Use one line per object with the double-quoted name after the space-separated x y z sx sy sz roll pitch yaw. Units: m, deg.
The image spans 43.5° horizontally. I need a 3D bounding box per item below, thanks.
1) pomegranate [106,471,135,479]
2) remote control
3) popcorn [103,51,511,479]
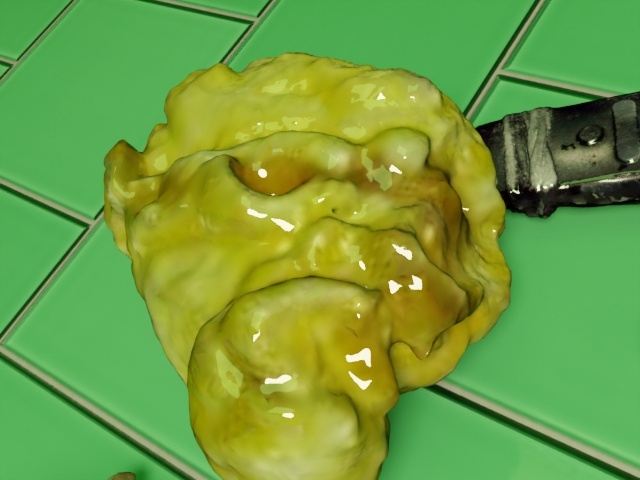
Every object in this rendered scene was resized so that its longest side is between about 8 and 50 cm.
-0.154 0.219 0.373 0.222 0.204 0.276 -16 47 30 "pomegranate"
0.211 -0.053 0.514 0.266 0.066 0.090 -7 41 23 "remote control"
0.000 0.000 0.479 0.225 0.174 0.286 -35 46 0 "popcorn"
